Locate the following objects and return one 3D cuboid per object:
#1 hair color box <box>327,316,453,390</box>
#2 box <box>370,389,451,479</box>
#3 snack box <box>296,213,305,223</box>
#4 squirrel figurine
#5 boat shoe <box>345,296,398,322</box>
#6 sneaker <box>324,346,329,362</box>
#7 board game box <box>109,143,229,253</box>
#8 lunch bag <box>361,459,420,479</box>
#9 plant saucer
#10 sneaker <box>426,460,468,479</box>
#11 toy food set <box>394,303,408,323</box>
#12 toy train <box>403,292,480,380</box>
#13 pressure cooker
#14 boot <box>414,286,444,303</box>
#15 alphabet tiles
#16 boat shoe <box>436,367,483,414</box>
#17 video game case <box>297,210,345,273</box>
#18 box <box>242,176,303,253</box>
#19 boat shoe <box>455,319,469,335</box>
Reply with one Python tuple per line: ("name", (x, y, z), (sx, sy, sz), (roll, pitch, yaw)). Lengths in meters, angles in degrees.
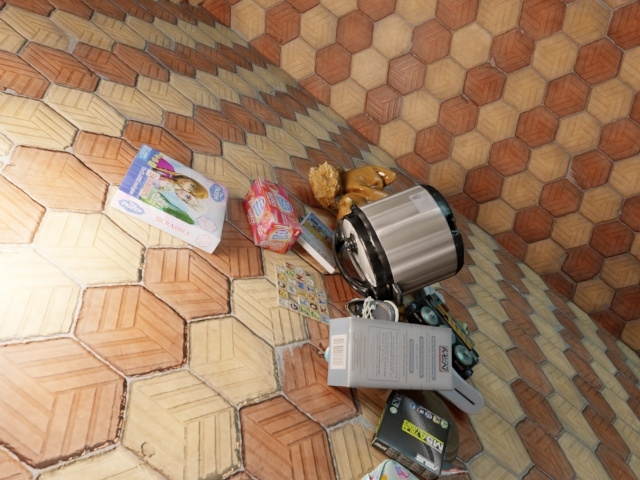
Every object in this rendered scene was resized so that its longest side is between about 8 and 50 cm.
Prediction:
("hair color box", (0.208, 0.332, 1.472), (0.374, 0.113, 0.186), (11, 73, -29))
("box", (0.248, 0.523, 1.378), (0.190, 0.045, 0.184), (30, 33, 8))
("snack box", (-0.053, -0.032, 1.976), (0.064, 0.022, 0.178), (22, 31, -36))
("squirrel figurine", (0.114, -0.170, 2.220), (0.396, 0.281, 0.370), (26, 36, 5))
("boat shoe", (0.163, 0.229, 1.653), (0.079, 0.095, 0.254), (8, 1, -23))
("sneaker", (0.104, 0.329, 1.535), (0.228, 0.092, 0.088), (-5, 90, -34))
("board game box", (-0.448, -0.137, 1.580), (0.318, 0.066, 0.319), (28, 28, -22))
("lunch bag", (0.164, 0.627, 1.098), (0.224, 0.108, 0.279), (35, 24, 4))
("plant saucer", (0.315, 0.531, 1.530), (0.277, 0.041, 0.278), (31, 27, -18))
("sneaker", (0.340, 0.623, 1.395), (0.157, 0.061, 0.065), (20, 25, -35))
("toy food set", (0.303, 0.279, 1.919), (0.192, 0.038, 0.132), (26, 29, -25))
("toy train", (0.444, 0.343, 1.847), (0.334, 0.142, 0.190), (50, 36, 12))
("pressure cooker", (0.256, 0.019, 1.847), (0.370, 0.420, 0.376), (-146, -145, -78))
("boot", (0.458, 0.260, 2.083), (0.123, 0.095, 0.258), (29, 26, -4))
("alphabet tiles", (-0.062, 0.163, 1.667), (0.198, 0.009, 0.237), (26, 29, -25))
("boat shoe", (0.383, 0.449, 1.683), (0.335, 0.121, 0.119), (46, -15, -4))
("video game case", (0.000, 0.000, 1.941), (0.204, 0.025, 0.285), (44, 21, -5))
("box", (-0.173, -0.090, 1.797), (0.128, 0.123, 0.257), (20, 31, -35))
("boat shoe", (0.559, 0.378, 2.080), (0.072, 0.068, 0.190), (28, 15, 6))
